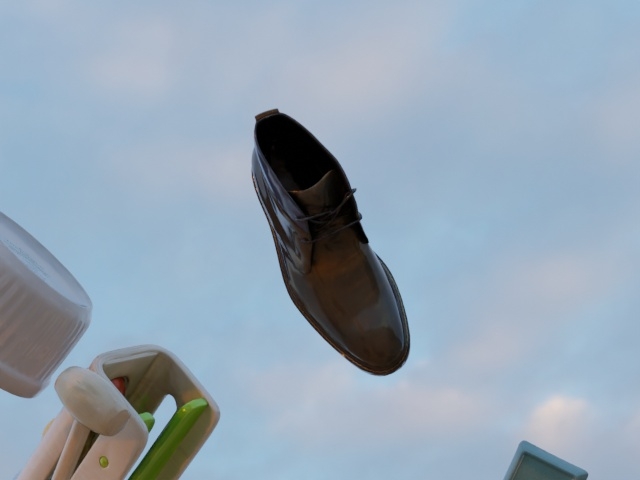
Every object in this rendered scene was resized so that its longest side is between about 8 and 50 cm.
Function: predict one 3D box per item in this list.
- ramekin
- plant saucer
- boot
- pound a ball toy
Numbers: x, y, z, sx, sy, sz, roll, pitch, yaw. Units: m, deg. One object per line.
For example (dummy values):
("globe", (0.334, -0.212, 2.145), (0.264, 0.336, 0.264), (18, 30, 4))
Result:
("ramekin", (-0.329, 0.053, 1.363), (0.109, 0.207, 0.207), (-46, -44, 1))
("plant saucer", (0.168, 0.279, 1.187), (0.067, 0.192, 0.018), (25, 2, 18))
("boot", (0.000, 0.000, 1.022), (0.082, 0.219, 0.106), (-29, -19, -4))
("pound a ball toy", (-0.253, 0.224, 1.357), (0.208, 0.136, 0.319), (-7, -43, -56))
